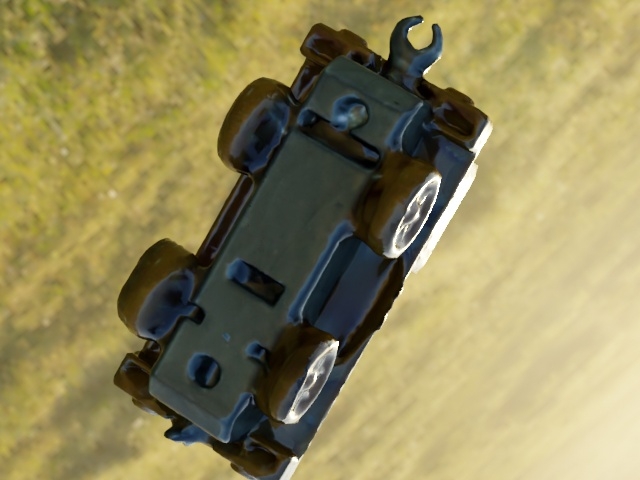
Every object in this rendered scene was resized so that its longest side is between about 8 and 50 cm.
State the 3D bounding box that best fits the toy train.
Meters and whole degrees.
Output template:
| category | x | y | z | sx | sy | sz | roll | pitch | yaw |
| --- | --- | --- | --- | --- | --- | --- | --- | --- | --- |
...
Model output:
| category | x | y | z | sx | sy | sz | roll | pitch | yaw |
| --- | --- | --- | --- | --- | --- | --- | --- | --- | --- |
| toy train | 0.000 | 0.000 | 1.291 | 0.369 | 0.163 | 0.231 | -60 | 162 | 4 |
